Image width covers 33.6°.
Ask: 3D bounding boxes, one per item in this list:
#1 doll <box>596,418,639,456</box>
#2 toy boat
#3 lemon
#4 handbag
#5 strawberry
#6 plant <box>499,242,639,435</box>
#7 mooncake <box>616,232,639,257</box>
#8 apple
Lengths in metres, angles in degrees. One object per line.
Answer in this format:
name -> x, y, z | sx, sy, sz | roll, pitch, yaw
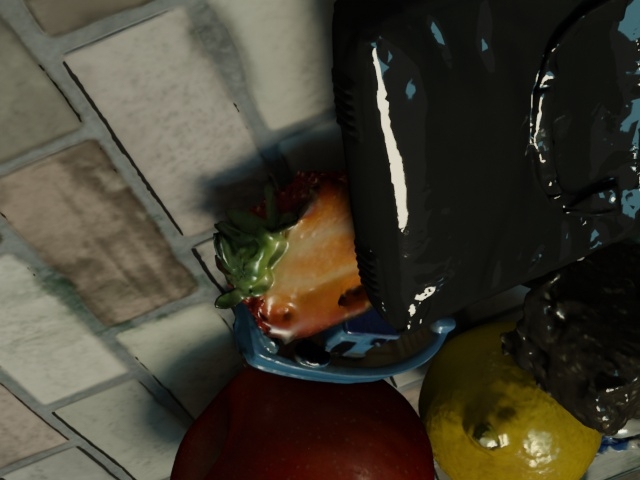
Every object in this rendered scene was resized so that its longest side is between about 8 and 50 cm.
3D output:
doll -> 0.335, 0.218, 1.297 | 0.227, 0.057, 0.114 | -31, 107, 39
toy boat -> 0.028, 0.071, 0.931 | 0.223, 0.100, 0.097 | 5, 150, -35
lemon -> 0.190, 0.172, 1.062 | 0.187, 0.187, 0.244 | -28, 166, 11
handbag -> 0.125, -0.080, 0.738 | 0.244, 0.088, 0.275 | -21, 128, -13
strawberry -> -0.003, 0.000, 0.829 | 0.192, 0.085, 0.140 | -38, 130, -10
plant -> 0.228, 0.063, 0.938 | 0.131, 0.203, 0.142 | -19, 137, -17
mooncake -> 0.327, -0.008, 0.992 | 0.125, 0.073, 0.130 | -19, 147, -4
apple -> -0.021, 0.239, 1.000 | 0.216, 0.260, 0.260 | 32, 123, -21
